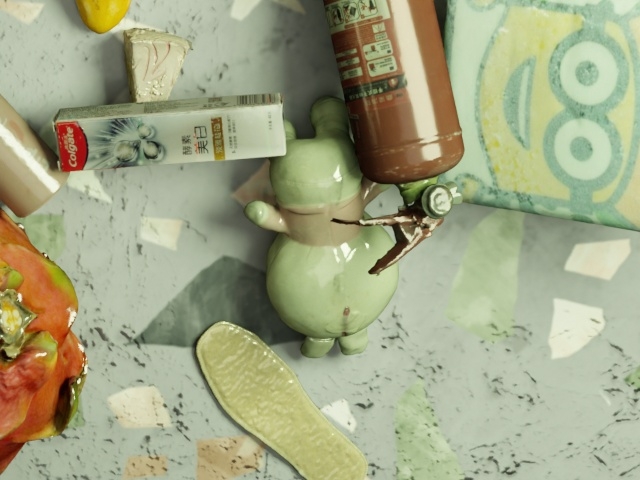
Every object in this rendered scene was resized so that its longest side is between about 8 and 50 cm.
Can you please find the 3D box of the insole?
[{"bbox_3d":[-0.041,0.180,2.029,0.081,0.011,0.248,-43,110,2],"label":"insole"}]

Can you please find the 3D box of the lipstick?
[{"bbox_3d":[-0.346,-0.135,1.837,0.070,0.070,0.254,-41,110,1],"label":"lipstick"}]

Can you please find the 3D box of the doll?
[{"bbox_3d":[0.003,0.000,1.931,0.155,0.113,0.275,-11,107,-12],"label":"doll"}]

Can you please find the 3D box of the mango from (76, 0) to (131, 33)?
[{"bbox_3d":[-0.208,-0.239,1.853,0.060,0.046,0.089,3,118,-11],"label":"mango"}]

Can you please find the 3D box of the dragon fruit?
[{"bbox_3d":[-0.366,0.110,1.825,0.305,0.226,0.305,-4,108,-14],"label":"dragon fruit"}]

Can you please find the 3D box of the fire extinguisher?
[{"bbox_3d":[0.054,-0.139,1.838,0.147,0.106,0.337,-14,95,-20],"label":"fire extinguisher"}]

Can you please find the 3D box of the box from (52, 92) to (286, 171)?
[{"bbox_3d":[-0.142,-0.103,1.851,0.218,0.039,0.055,-5,111,0],"label":"box"}]

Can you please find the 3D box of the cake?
[{"bbox_3d":[-0.173,-0.144,1.885,0.065,0.052,0.121,15,104,-20],"label":"cake"}]

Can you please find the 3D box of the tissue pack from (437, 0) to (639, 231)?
[{"bbox_3d":[0.268,-0.134,1.858,0.128,0.311,0.228,-21,118,-54],"label":"tissue pack"}]
